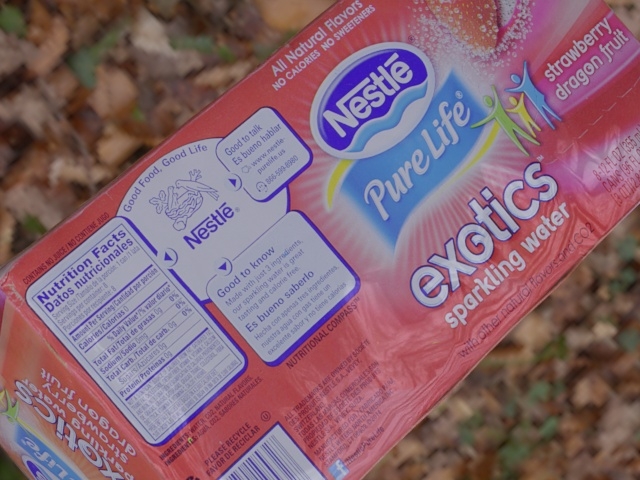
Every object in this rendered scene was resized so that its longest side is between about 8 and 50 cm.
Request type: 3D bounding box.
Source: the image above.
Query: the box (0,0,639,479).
[{"bbox_3d":[0.000,0.000,0.791,0.300,0.154,0.142,-43,-176,-27],"label":"box"}]
